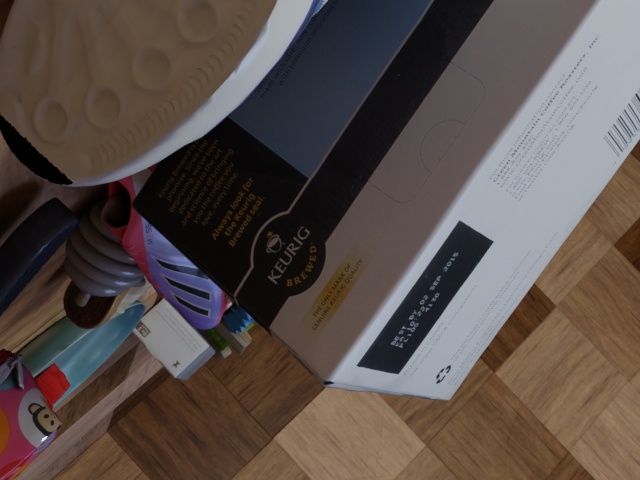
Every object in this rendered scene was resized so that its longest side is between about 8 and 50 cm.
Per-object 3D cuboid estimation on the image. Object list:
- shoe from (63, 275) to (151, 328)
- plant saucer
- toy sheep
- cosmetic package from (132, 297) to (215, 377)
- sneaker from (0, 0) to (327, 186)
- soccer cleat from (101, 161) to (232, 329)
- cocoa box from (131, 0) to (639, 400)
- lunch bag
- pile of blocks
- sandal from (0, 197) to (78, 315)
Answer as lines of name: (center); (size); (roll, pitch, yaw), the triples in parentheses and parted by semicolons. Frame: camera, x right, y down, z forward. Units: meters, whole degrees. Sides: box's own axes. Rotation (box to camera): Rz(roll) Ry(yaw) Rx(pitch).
shoe: (-0.181, 0.002, 1.011); (0.219, 0.076, 0.058); (-45, 170, 23)
plant saucer: (-0.360, 0.176, 1.300); (0.317, 0.044, 0.317); (-43, 176, -4)
toy sheep: (-0.194, 0.010, 0.933); (0.132, 0.091, 0.091); (-62, 170, 18)
cosmetic package: (-0.254, 0.177, 1.760); (0.085, 0.117, 0.231); (-43, 177, -10)
sneaker: (-0.018, -0.163, 0.573); (0.323, 0.130, 0.236); (-50, 169, 16)
soccer cleat: (-0.140, -0.006, 0.868); (0.095, 0.083, 0.248); (-25, 139, -19)
cocoa box: (0.074, -0.083, 0.774); (0.347, 0.228, 0.231); (-55, 150, 7)
lunch bag: (-0.349, 0.204, 0.951); (0.258, 0.120, 0.293); (-40, -175, -25)
pile of blocks: (-0.147, 0.107, 1.835); (0.112, 0.149, 0.362); (-40, 174, -31)
sandal: (-0.290, 0.056, 0.793); (0.254, 0.054, 0.097); (-47, -175, 9)
